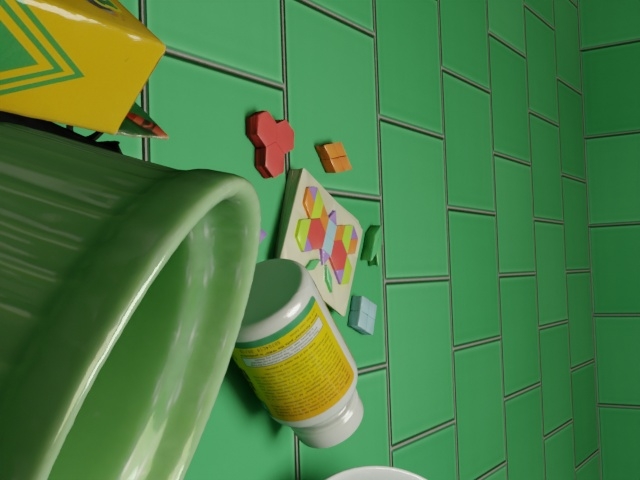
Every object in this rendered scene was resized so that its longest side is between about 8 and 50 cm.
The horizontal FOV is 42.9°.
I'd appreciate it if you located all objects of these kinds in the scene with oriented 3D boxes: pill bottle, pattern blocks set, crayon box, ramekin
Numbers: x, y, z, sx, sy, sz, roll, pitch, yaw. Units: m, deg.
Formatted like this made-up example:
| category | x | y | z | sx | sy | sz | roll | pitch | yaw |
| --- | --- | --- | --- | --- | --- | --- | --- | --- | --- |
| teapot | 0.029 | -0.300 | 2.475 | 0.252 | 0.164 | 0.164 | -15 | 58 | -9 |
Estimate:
| category | x | y | z | sx | sy | sz | roll | pitch | yaw |
| --- | --- | --- | --- | --- | --- | --- | --- | --- | --- |
| pill bottle | -0.028 | 0.133 | 0.910 | 0.208 | 0.117 | 0.117 | 63 | 39 | -32 |
| pattern blocks set | 0.000 | 0.000 | 1.054 | 0.325 | 0.026 | 0.285 | 22 | 69 | -56 |
| crayon box | -0.244 | -0.170 | 0.521 | 0.081 | 0.202 | 0.318 | -55 | 154 | 17 |
| ramekin | -0.158 | 0.083 | 0.448 | 0.303 | 0.148 | 0.303 | 21 | 90 | -84 |

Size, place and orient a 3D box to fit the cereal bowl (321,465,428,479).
| category | x | y | z | sx | sy | sz | roll | pitch | yaw |
| --- | --- | --- | --- | --- | --- | --- | --- | --- | --- |
| cereal bowl | 0.061 | 0.441 | 0.933 | 0.339 | 0.141 | 0.339 | 20 | 46 | -22 |

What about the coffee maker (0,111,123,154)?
| category | x | y | z | sx | sy | sz | roll | pitch | yaw |
| --- | --- | --- | --- | --- | --- | --- | --- | --- | --- |
| coffee maker | -0.245 | -0.062 | 0.605 | 0.178 | 0.120 | 0.171 | 31 | 38 | -54 |
